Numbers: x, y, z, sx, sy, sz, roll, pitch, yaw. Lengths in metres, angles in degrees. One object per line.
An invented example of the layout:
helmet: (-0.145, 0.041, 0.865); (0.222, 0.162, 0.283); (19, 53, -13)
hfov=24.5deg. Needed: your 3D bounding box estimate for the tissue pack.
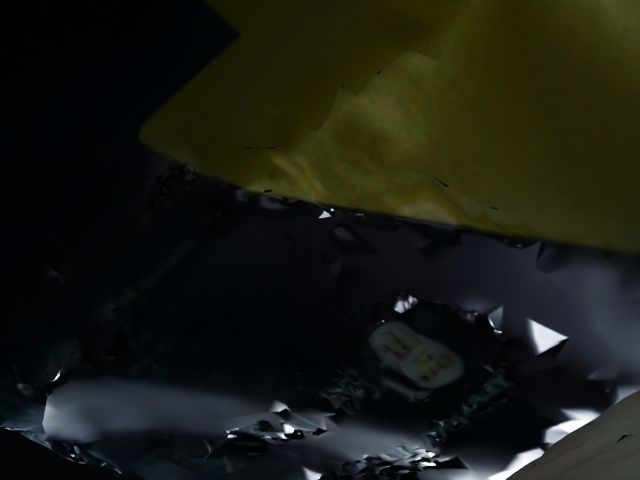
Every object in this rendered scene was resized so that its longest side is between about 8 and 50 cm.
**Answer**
tissue pack: (0.106, -0.094, 0.451); (0.253, 0.416, 0.264); (36, -143, -29)
